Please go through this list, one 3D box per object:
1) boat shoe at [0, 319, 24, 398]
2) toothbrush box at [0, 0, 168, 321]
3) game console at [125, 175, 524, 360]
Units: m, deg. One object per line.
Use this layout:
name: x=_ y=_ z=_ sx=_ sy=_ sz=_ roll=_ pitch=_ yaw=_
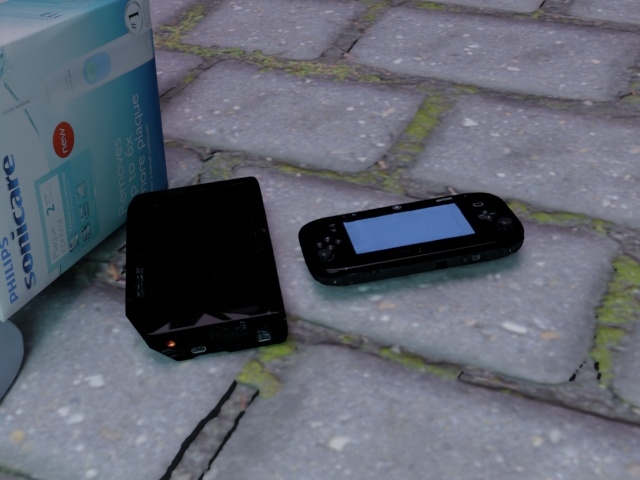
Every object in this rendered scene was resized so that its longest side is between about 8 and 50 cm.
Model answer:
boat shoe: x=-0.314 y=0.135 z=0.661 sx=0.076 sy=0.080 sz=0.228 roll=0 pitch=37 yaw=18
toothbrush box: x=-0.266 y=-0.097 z=0.794 sx=0.126 sy=0.216 sz=0.295 roll=8 pitch=27 yaw=18
game console: x=0.000 y=0.000 z=0.818 sx=0.361 sy=0.044 sz=0.213 roll=-9 pitch=38 yaw=-5
